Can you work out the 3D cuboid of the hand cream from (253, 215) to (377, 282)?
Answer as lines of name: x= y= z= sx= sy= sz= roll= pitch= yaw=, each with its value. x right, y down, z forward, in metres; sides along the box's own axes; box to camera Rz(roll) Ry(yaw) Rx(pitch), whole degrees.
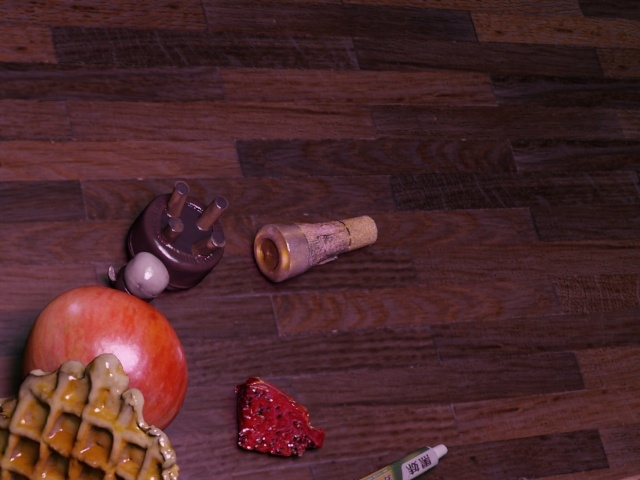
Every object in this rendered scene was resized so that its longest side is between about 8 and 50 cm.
hand cream: x=0.000 y=0.000 z=2.030 sx=0.203 sy=0.084 sz=0.084 roll=-15 pitch=73 yaw=-40

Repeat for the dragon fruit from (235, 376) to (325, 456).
dragon fruit: x=-0.056 y=0.237 z=1.898 sx=0.131 sy=0.063 sz=0.097 roll=14 pitch=92 yaw=-21

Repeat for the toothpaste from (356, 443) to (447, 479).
toothpaste: x=0.096 y=0.329 z=1.931 sx=0.204 sy=0.031 sz=0.049 roll=-22 pitch=77 yaw=-31

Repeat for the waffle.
waffle: x=-0.277 y=0.289 z=1.602 sx=0.073 sy=0.317 sz=0.297 roll=-8 pitch=69 yaw=-61

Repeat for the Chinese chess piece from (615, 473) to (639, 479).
Chinese chess piece: x=0.479 y=0.461 z=2.019 sx=0.249 sy=0.103 sz=0.250 roll=11 pitch=61 yaw=-22

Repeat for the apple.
apple: x=-0.267 y=0.154 z=1.734 sx=0.209 sy=0.209 sz=0.164 roll=23 pitch=52 yaw=-16

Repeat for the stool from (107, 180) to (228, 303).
stool: x=-0.204 y=0.010 z=1.889 sx=0.125 sy=0.121 sz=0.217 roll=44 pitch=49 yaw=-3
